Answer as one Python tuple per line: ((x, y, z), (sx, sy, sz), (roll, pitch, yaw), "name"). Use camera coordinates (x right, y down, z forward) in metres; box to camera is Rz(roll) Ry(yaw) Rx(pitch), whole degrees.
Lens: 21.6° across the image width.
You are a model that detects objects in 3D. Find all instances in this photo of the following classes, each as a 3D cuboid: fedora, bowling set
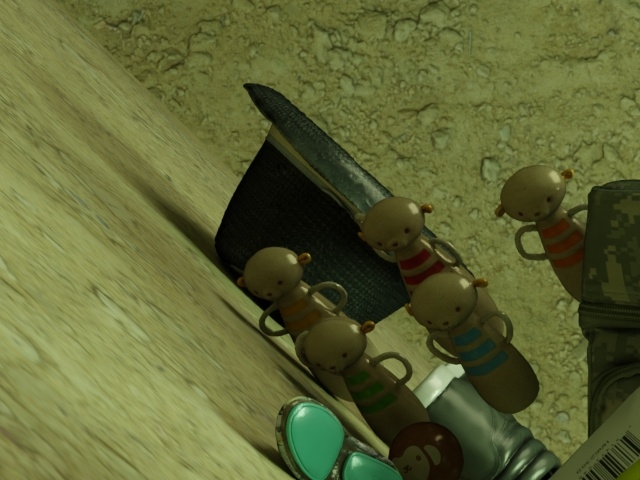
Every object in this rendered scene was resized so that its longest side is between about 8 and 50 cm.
((0.000, 0.000, 1.565), (0.334, 0.152, 0.334), (44, 2, -2), "fedora")
((0.074, 0.068, 1.216), (0.154, 0.287, 0.200), (52, 26, -26), "bowling set")

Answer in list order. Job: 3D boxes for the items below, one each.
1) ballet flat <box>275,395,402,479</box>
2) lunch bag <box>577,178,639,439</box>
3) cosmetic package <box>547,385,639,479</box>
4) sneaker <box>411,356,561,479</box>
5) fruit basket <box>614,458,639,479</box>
((0.000, 0.115, 0.894), (0.114, 0.041, 0.041), (42, 2, -44), "ballet flat")
((0.330, 0.093, 1.131), (0.305, 0.256, 0.212), (4, 2, 24), "lunch bag")
((0.241, 0.206, 0.958), (0.225, 0.224, 0.138), (43, 2, -8), "cosmetic package")
((0.141, 0.179, 1.475), (0.147, 0.104, 0.296), (46, 8, 7), "sneaker")
((0.233, 0.157, 0.494), (0.392, 0.283, 0.392), (-20, 90, -81), "fruit basket")
